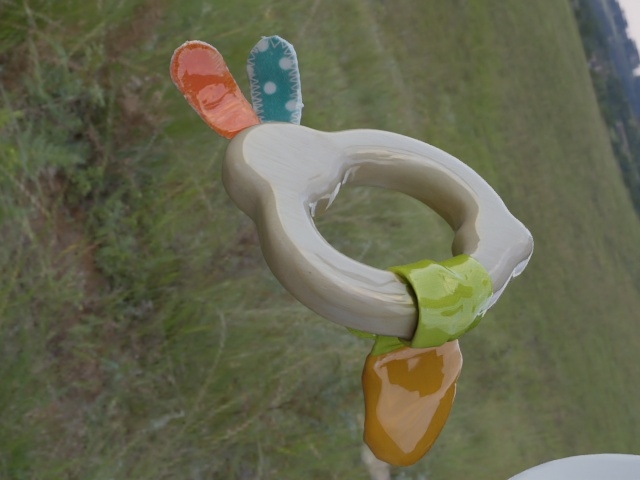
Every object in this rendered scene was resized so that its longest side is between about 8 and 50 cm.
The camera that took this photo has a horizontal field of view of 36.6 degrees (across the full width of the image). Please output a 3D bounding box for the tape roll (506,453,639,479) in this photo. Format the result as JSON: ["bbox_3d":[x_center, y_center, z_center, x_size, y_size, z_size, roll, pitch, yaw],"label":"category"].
[{"bbox_3d":[0.221,0.296,0.696,0.246,0.246,0.169,-67,152,-61],"label":"tape roll"}]

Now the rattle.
[{"bbox_3d":[0.000,0.000,0.505,0.130,0.200,0.142,-49,158,-26],"label":"rattle"}]
